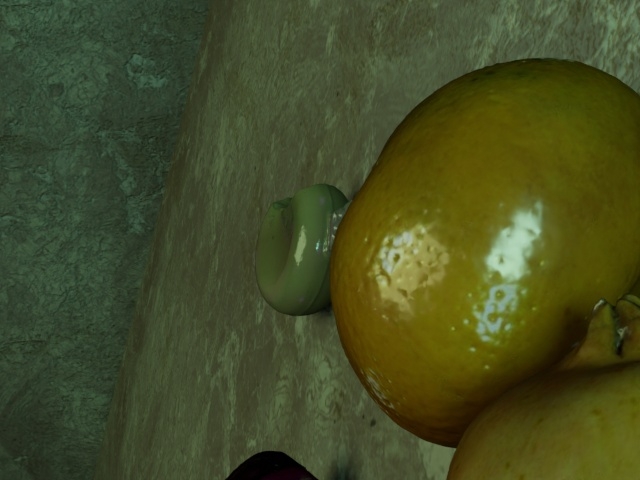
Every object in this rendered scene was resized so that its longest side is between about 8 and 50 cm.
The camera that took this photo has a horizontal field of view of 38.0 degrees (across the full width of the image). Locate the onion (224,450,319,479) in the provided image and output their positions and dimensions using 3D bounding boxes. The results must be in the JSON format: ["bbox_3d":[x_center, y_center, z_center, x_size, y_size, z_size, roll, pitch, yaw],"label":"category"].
[{"bbox_3d":[-0.077,0.334,0.962,0.140,0.218,0.195,45,123,34],"label":"onion"}]

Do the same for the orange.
[{"bbox_3d":[0.104,0.005,0.559,0.171,0.240,0.240,30,118,24],"label":"orange"}]

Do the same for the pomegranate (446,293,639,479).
[{"bbox_3d":[0.147,0.137,0.403,0.209,0.209,0.209,-171,90,-72],"label":"pomegranate"}]

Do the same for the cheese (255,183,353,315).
[{"bbox_3d":[0.000,0.000,1.096,0.286,0.082,0.163,150,126,-64],"label":"cheese"}]
